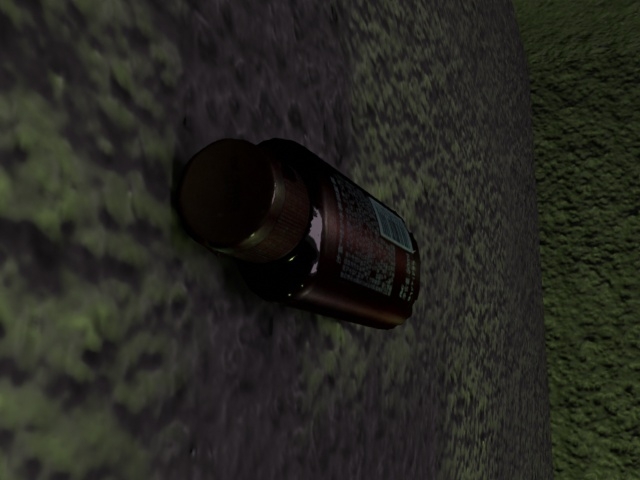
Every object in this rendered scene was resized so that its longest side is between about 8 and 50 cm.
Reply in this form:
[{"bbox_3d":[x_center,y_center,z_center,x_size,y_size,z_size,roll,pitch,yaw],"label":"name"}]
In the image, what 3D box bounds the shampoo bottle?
[{"bbox_3d":[0.000,0.000,0.629,0.323,0.084,0.129,22,62,-65],"label":"shampoo bottle"}]
